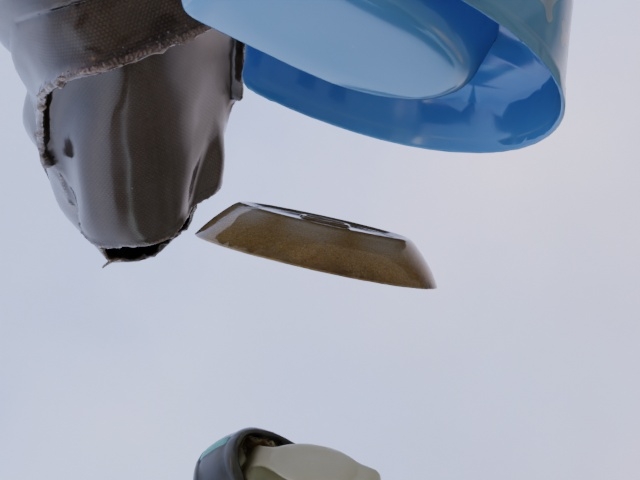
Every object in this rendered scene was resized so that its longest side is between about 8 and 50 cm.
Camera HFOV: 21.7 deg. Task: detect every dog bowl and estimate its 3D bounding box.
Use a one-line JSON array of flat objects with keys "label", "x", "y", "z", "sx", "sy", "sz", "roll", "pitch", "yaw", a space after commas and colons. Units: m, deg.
[{"label": "dog bowl", "x": -0.040, "y": -0.127, "z": 0.581, "sx": 0.297, "sy": 0.166, "sz": 0.074, "roll": 24, "pitch": -105, "yaw": -15}]

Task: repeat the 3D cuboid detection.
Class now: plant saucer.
[{"label": "plant saucer", "x": 0.000, "y": 0.000, "z": 0.561, "sx": 0.083, "sy": 0.083, "sz": 0.015, "roll": 9, "pitch": -85, "yaw": -38}]

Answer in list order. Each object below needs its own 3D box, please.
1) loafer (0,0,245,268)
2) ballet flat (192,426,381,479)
[{"label": "loafer", "x": -0.092, "y": -0.068, "z": 0.918, "sx": 0.134, "sy": 0.366, "sz": 0.130, "roll": -21, "pitch": -97, "yaw": -9}, {"label": "ballet flat", "x": 0.043, "y": 0.209, "z": 1.186, "sx": 0.280, "sy": 0.096, "sz": 0.095, "roll": 21, "pitch": -134, "yaw": -3}]
